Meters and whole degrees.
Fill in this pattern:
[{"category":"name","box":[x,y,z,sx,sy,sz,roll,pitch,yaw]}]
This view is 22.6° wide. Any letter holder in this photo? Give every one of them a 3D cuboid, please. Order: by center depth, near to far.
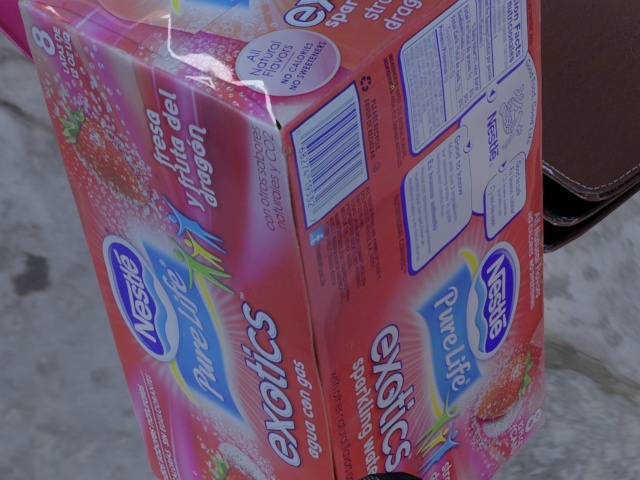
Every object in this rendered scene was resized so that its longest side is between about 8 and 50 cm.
[{"category":"letter holder","box":[0.272,-0.126,1.335,0.302,0.152,0.214,-41,51,-15]}]

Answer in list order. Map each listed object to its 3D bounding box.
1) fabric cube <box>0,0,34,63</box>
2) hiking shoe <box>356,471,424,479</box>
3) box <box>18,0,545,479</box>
[{"category":"fabric cube","box":[-0.158,-0.253,1.299,0.259,0.258,0.254,-43,102,-1]},{"category":"hiking shoe","box":[0.037,0.115,0.522,0.227,0.086,0.114,-24,42,28]},{"category":"box","box":[0.000,0.000,0.699,0.142,0.300,0.154,29,56,32]}]
